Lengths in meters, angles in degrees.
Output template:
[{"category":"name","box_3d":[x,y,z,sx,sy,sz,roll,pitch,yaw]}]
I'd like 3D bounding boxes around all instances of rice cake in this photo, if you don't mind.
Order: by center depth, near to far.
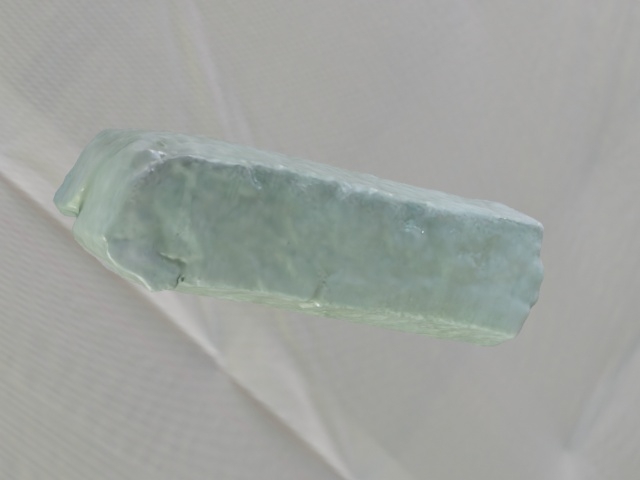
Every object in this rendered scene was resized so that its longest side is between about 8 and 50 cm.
[{"category":"rice cake","box_3d":[-0.001,0.000,0.629,0.206,0.069,0.063,11,-87,-23]}]
